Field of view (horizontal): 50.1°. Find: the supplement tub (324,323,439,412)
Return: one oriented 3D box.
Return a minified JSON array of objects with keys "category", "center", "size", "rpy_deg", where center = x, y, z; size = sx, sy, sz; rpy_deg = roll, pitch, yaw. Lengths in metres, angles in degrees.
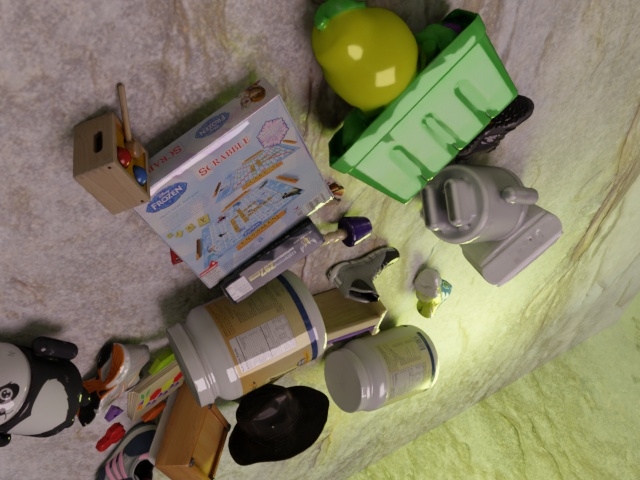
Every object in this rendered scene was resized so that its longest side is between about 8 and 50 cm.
[{"category":"supplement tub","center":[0.199,0.418,2.233],"size":[0.324,0.235,0.235],"rpy_deg":[-11,141,-34]}]

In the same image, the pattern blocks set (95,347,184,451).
[{"category":"pattern blocks set","center":[-0.404,0.360,1.687],"size":[0.324,0.026,0.285],"rpy_deg":[-30,154,-50]}]

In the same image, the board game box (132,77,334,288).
[{"category":"board game box","center":[-0.161,-0.093,1.280],"size":[0.318,0.066,0.318],"rpy_deg":[-36,144,-4]}]

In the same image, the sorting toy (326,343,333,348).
[{"category":"sorting toy","center":[0.001,0.336,2.123],"size":[0.083,0.045,0.075],"rpy_deg":[-37,156,1]}]

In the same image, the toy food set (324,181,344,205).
[{"category":"toy food set","center":[0.013,-0.103,1.564],"size":[0.122,0.019,0.078],"rpy_deg":[-5,137,-40]}]

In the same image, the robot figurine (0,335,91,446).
[{"category":"robot figurine","center":[-0.595,0.305,1.378],"size":[0.173,0.209,0.278],"rpy_deg":[-6,157,22]}]

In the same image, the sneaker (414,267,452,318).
[{"category":"sneaker","center":[0.366,0.143,2.192],"size":[0.126,0.091,0.240],"rpy_deg":[-41,153,-28]}]

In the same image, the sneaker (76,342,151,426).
[{"category":"sneaker","center":[-0.484,0.343,1.617],"size":[0.121,0.099,0.262],"rpy_deg":[4,133,-52]}]

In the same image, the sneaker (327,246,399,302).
[{"category":"sneaker","center":[0.142,0.106,1.860],"size":[0.228,0.132,0.086],"rpy_deg":[-19,145,-24]}]

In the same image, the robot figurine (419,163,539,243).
[{"category":"robot figurine","center":[0.402,-0.094,1.769],"size":[0.299,0.200,0.353],"rpy_deg":[-6,179,45]}]

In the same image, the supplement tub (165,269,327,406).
[{"category":"supplement tub","center":[-0.169,0.223,1.566],"size":[0.316,0.228,0.228],"rpy_deg":[-24,147,-19]}]

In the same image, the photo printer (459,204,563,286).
[{"category":"photo printer","center":[0.534,-0.009,1.975],"size":[0.256,0.107,0.307],"rpy_deg":[-42,-169,7]}]

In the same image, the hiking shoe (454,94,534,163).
[{"category":"hiking shoe","center":[0.418,-0.274,1.683],"size":[0.226,0.086,0.114],"rpy_deg":[-30,160,4]}]

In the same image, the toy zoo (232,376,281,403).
[{"category":"toy zoo","center":[-0.196,0.403,2.004],"size":[0.192,0.030,0.293],"rpy_deg":[-34,157,0]}]

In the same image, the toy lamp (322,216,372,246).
[{"category":"toy lamp","center":[0.000,0.000,1.636],"size":[0.274,0.080,0.080],"rpy_deg":[-18,145,-27]}]

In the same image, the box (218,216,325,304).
[{"category":"box","center":[-0.115,0.022,1.463],"size":[0.232,0.183,0.059],"rpy_deg":[-34,112,-2]}]

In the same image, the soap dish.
[{"category":"soap dish","center":[-0.352,0.552,1.894],"size":[0.118,0.229,0.291],"rpy_deg":[8,149,13]}]

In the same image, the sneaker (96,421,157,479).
[{"category":"sneaker","center":[-0.541,0.661,1.948],"size":[0.112,0.131,0.319],"rpy_deg":[1,133,-45]}]

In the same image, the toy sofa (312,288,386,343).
[{"category":"toy sofa","center":[-0.016,0.234,1.864],"size":[0.362,0.150,0.177],"rpy_deg":[-15,142,-30]}]

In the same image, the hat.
[{"category":"hat","center":[-0.144,0.492,1.987],"size":[0.331,0.331,0.134],"rpy_deg":[-30,114,-9]}]

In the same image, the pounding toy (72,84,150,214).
[{"category":"pounding toy","center":[-0.325,-0.145,1.097],"size":[0.100,0.141,0.130],"rpy_deg":[-19,146,10]}]

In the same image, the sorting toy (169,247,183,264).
[{"category":"sorting toy","center":[-0.251,-0.067,1.327],"size":[0.132,0.046,0.275],"rpy_deg":[-22,141,-21]}]

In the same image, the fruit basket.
[{"category":"fruit basket","center":[0.125,-0.297,1.260],"size":[0.391,0.283,0.392],"rpy_deg":[0,111,0]}]
